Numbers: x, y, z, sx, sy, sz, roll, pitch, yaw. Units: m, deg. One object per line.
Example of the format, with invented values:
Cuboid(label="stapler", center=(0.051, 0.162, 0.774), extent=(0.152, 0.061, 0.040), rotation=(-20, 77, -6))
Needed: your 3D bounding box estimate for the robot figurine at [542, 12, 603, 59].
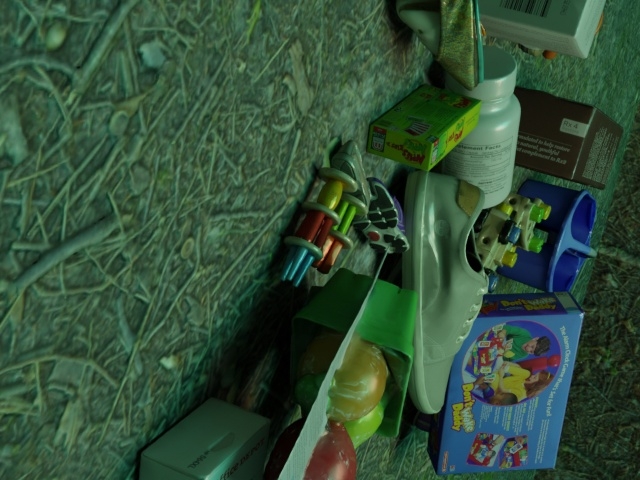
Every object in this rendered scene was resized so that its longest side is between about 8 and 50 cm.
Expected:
Cuboid(label="robot figurine", center=(0.430, -0.414, 1.979), extent=(0.219, 0.128, 0.158), rotation=(35, 38, -67))

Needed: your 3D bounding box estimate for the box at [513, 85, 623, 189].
Cuboid(label="box", center=(0.430, -0.188, 2.073), extent=(0.381, 0.191, 0.143), rotation=(5, 102, -67))

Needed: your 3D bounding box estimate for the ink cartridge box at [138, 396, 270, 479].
Cuboid(label="ink cartridge box", center=(-0.136, 0.301, 1.265), extent=(0.148, 0.086, 0.203), rotation=(-35, 138, -57))

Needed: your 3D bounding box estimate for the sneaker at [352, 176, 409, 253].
Cuboid(label="sneaker", center=(0.079, -0.043, 1.555), extent=(0.170, 0.068, 0.071), rotation=(62, 25, -59))

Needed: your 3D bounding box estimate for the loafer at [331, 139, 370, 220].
Cuboid(label="loafer", center=(0.045, -0.077, 1.447), extent=(0.039, 0.045, 0.125), rotation=(-61, 153, -31))

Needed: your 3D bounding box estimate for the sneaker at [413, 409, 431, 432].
Cuboid(label="sneaker", center=(0.238, 0.281, 2.128), extent=(0.161, 0.102, 0.282), rotation=(-53, 151, -28))

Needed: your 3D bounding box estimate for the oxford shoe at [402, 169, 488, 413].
Cuboid(label="oxford shoe", center=(0.195, 0.095, 1.743), extent=(0.169, 0.130, 0.449), rotation=(-77, 167, -56))

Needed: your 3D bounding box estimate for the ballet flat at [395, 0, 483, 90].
Cuboid(label="ballet flat", center=(0.144, -0.328, 1.390), extent=(0.123, 0.123, 0.348), rotation=(-56, 154, -33))

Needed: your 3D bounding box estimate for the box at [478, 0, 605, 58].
Cuboid(label="box", center=(0.338, -0.392, 1.700), extent=(0.119, 0.181, 0.182), rotation=(21, 87, -69))

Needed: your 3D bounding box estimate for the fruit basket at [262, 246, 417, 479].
Cuboid(label="fruit basket", center=(-0.002, 0.221, 1.385), extent=(0.353, 0.165, 0.327), rotation=(-57, 164, -31))

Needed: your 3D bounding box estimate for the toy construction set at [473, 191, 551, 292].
Cuboid(label="toy construction set", center=(0.332, 0.044, 2.113), extent=(0.215, 0.151, 0.327), rotation=(52, 49, -65))

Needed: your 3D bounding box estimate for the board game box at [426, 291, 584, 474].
Cuboid(label="board game box", center=(0.332, 0.264, 2.048), extent=(0.078, 0.233, 0.347), rotation=(-108, -160, -61))

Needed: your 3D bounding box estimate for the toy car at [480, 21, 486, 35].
Cuboid(label="toy car", center=(0.226, -0.297, 1.687), extent=(0.040, 0.060, 0.122), rotation=(-35, 145, -3))

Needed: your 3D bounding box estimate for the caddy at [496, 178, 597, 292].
Cuboid(label="caddy", center=(0.517, 0.001, 2.453), extent=(0.341, 0.179, 0.241), rotation=(15, 95, -69))

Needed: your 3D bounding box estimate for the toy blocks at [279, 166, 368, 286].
Cuboid(label="toy blocks", center=(0.000, 0.000, 1.387), extent=(0.148, 0.054, 0.123), rotation=(-64, 157, -17))

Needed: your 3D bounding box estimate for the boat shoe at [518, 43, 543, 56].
Cuboid(label="boat shoe", center=(0.359, -0.445, 1.827), extent=(0.103, 0.092, 0.285), rotation=(-12, 116, -70))

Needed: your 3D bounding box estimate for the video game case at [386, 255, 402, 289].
Cuboid(label="video game case", center=(0.130, 0.079, 1.819), extent=(0.087, 0.011, 0.122), rotation=(-53, 152, -37))

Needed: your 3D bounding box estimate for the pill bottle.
Cuboid(label="pill bottle", center=(0.235, -0.172, 1.701), extent=(0.131, 0.131, 0.229), rotation=(-50, 150, -42))

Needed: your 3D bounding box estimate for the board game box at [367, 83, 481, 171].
Cuboid(label="board game box", center=(0.146, -0.159, 1.553), extent=(0.181, 0.092, 0.043), rotation=(-42, 145, -51))
